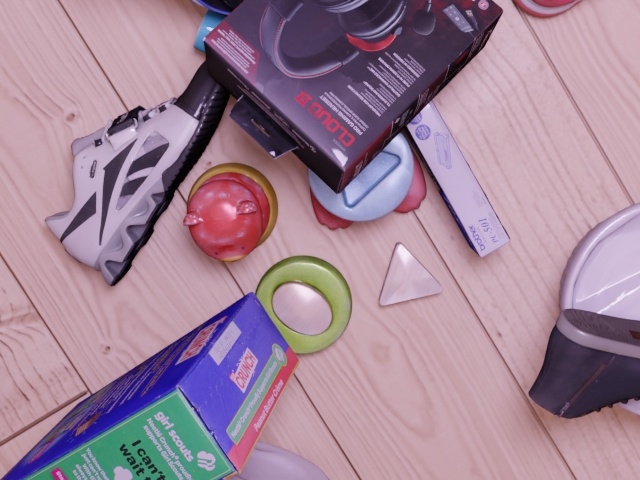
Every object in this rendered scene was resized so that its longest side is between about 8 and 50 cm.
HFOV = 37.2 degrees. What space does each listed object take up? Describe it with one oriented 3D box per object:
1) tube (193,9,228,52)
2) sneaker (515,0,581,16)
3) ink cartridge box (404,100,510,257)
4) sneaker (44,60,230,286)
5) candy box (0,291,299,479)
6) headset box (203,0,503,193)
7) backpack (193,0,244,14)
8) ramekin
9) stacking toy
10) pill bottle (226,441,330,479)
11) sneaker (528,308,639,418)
[{"bbox_3d":[-0.057,-0.229,1.209,0.207,0.052,0.080,22,119,-5],"label":"tube"},{"bbox_3d":[0.377,-0.378,1.133,0.314,0.136,0.116,-37,96,5],"label":"sneaker"},{"bbox_3d":[0.163,-0.083,1.193,0.046,0.097,0.207,-30,95,5],"label":"ink cartridge box"},{"bbox_3d":[-0.232,-0.113,1.186,0.146,0.122,0.330,35,99,-1],"label":"sneaker"},{"bbox_3d":[-0.203,0.224,1.120,0.317,0.268,0.122,-34,97,21],"label":"candy box"},{"bbox_3d":[0.025,-0.214,1.083,0.218,0.110,0.293,44,80,6],"label":"headset box"},{"bbox_3d":[-0.122,-0.402,1.094,0.276,0.213,0.263,-39,133,9],"label":"backpack"},{"bbox_3d":[0.425,0.076,1.190,0.272,0.127,0.273,0,98,2],"label":"ramekin"},{"bbox_3d":[0.000,0.000,1.191,0.309,0.130,0.280,-23,95,5],"label":"stacking toy"},{"bbox_3d":[-0.122,0.455,1.211,0.204,0.204,0.361,16,96,0],"label":"pill bottle"},{"bbox_3d":[0.357,0.160,1.110,0.222,0.083,0.118,16,116,-7],"label":"sneaker"}]
